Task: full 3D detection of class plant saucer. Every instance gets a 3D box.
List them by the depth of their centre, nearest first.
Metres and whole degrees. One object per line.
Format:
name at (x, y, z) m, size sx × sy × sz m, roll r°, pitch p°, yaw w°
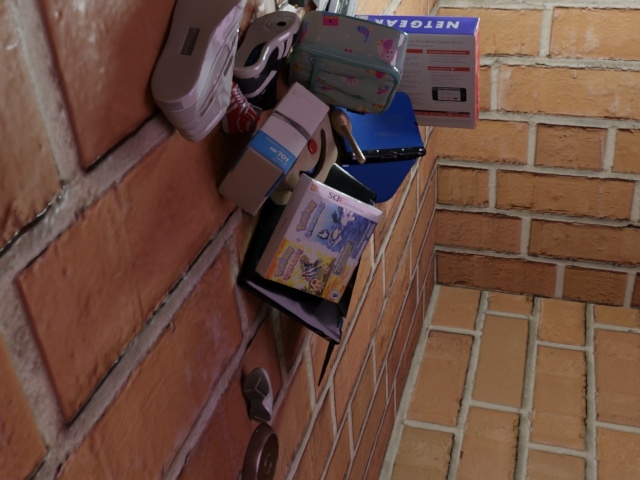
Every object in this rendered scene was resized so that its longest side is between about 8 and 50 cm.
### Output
plant saucer at (-0.123, 0.475, 1.593) m, size 0.168 × 0.029 × 0.168 m, roll 6°, pitch 90°, yaw -73°

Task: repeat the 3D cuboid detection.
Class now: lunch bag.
lunch bag at (0.043, -0.338, 1.455) m, size 0.279 × 0.224 × 0.108 m, roll 118°, pitch -17°, yaw -81°

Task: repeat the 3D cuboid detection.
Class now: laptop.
laptop at (-0.030, 0.053, 1.646) m, size 0.408 × 0.236 × 0.382 m, roll 35°, pitch 54°, yaw -28°

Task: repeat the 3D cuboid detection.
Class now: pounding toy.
pounding toy at (-0.012, -0.194, 1.455) m, size 0.154 × 0.155 × 0.269 m, roll 60°, pitch 42°, yaw -37°

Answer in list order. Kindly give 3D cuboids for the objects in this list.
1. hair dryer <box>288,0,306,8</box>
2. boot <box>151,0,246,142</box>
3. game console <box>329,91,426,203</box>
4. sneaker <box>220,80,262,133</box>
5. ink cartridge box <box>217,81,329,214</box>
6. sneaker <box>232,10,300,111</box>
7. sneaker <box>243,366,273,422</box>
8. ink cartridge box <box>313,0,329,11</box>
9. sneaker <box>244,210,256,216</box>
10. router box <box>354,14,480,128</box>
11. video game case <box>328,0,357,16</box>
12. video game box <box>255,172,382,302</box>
hair dryer at (-0.100, -0.522, 1.269) m, size 0.293 × 0.080 × 0.223 m, roll -30°, pitch 109°, yaw -77°
boot at (-0.164, -0.272, 1.087) m, size 0.123 × 0.095 × 0.258 m, roll 74°, pitch 35°, yaw -66°
game console at (0.106, -0.226, 1.864) m, size 0.293 × 0.173 × 0.250 m, roll -10°, pitch 83°, yaw -45°
sneaker at (-0.132, -0.229, 1.223) m, size 0.042 × 0.067 × 0.118 m, roll -64°, pitch 155°, yaw -50°
ink cartridge box at (-0.079, -0.157, 1.271) m, size 0.139 × 0.082 × 0.191 m, roll -46°, pitch -170°, yaw 50°
sneaker at (-0.097, -0.308, 1.321) m, size 0.121 × 0.079 × 0.217 m, roll 87°, pitch 25°, yaw -45°
sneaker at (-0.122, 0.299, 1.501) m, size 0.061 × 0.054 × 0.152 m, roll -80°, pitch 172°, yaw -48°
ink cartridge box at (-0.001, -0.574, 1.633) m, size 0.179 × 0.045 × 0.145 m, roll 106°, pitch 3°, yaw -49°
sneaker at (-0.127, -0.087, 1.375) m, size 0.035 × 0.031 × 0.083 m, roll -75°, pitch 172°, yaw -76°
router box at (0.251, -0.444, 1.981) m, size 0.301 × 0.335 × 0.082 m, roll 78°, pitch 25°, yaw -48°
video game case at (0.052, -0.553, 1.806) m, size 0.173 × 0.022 × 0.190 m, roll 63°, pitch 37°, yaw -68°
video game box at (0.000, 0.000, 1.423) m, size 0.187 × 0.048 × 0.205 m, roll 22°, pitch 97°, yaw -33°
